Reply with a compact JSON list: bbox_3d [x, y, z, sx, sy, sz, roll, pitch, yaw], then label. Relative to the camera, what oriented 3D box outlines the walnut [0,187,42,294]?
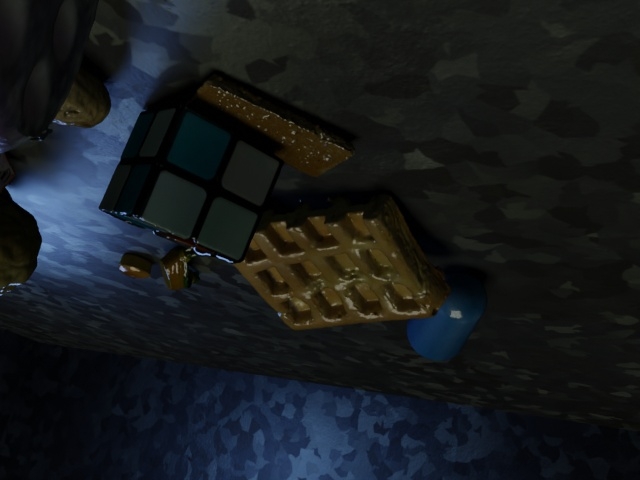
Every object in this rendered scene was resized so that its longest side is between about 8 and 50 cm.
[{"bbox_3d":[-0.733,-0.011,1.474,0.282,0.253,0.277,-1,179,13],"label":"walnut"}]

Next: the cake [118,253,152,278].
[{"bbox_3d":[-0.469,0.067,1.824,0.084,0.044,0.084,10,161,4],"label":"cake"}]

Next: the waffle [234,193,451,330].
[{"bbox_3d":[0.025,0.050,1.290,0.348,0.077,0.304,-9,135,28],"label":"waffle"}]

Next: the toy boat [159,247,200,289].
[{"bbox_3d":[-0.329,0.068,1.712,0.088,0.089,0.229,-23,166,-17],"label":"toy boat"}]

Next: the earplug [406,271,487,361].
[{"bbox_3d":[0.264,0.147,1.468,0.132,0.132,0.273,13,156,2],"label":"earplug"}]

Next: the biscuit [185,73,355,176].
[{"bbox_3d":[-0.073,-0.157,1.012,0.231,0.025,0.131,24,159,-22],"label":"biscuit"}]

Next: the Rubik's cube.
[{"bbox_3d":[-0.188,-0.079,1.040,0.180,0.167,0.183,26,170,-29],"label":"Rubik's cube"}]

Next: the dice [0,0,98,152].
[{"bbox_3d":[-0.352,-0.246,0.606,0.271,0.270,0.270,15,159,-4],"label":"dice"}]

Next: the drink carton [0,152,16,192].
[{"bbox_3d":[-0.697,-0.128,1.336,0.223,0.096,0.071,3,132,10],"label":"drink carton"}]

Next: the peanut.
[{"bbox_3d":[-0.357,-0.217,0.960,0.099,0.099,0.214,4,152,24],"label":"peanut"}]
